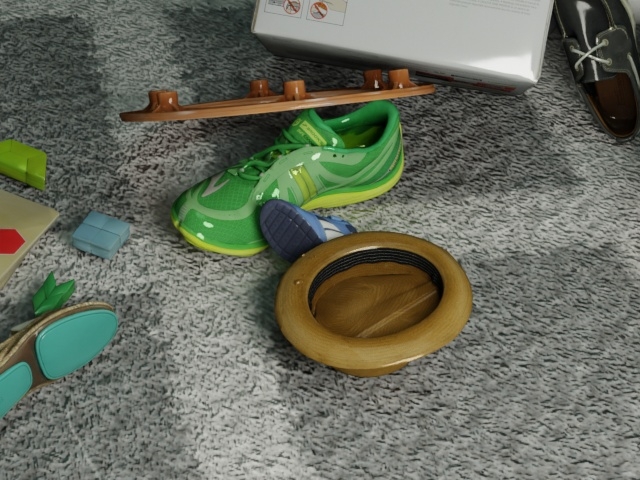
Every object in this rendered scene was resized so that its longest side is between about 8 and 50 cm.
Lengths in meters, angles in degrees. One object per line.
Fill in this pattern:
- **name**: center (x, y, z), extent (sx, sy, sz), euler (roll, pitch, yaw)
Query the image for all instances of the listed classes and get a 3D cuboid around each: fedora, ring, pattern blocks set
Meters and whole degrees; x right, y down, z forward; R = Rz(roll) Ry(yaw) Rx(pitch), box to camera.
- **fedora**: center (0.052, 0.074, 1.542), extent (0.194, 0.079, 0.194), euler (-1, 45, 1)
- **ring**: center (-0.046, -0.156, 1.688), extent (0.336, 0.032, 0.336), euler (-6, 7, 1)
- **pattern blocks set**: center (-0.375, -0.014, 1.619), extent (0.325, 0.026, 0.285), euler (26, 44, 20)

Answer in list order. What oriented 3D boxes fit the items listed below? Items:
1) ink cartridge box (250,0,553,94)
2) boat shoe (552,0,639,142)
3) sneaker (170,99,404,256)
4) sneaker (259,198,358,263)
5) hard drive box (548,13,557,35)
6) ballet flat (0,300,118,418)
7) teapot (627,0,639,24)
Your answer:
- **ink cartridge box**: center (0.092, -0.254, 1.789), extent (0.309, 0.130, 0.272), euler (10, 1, 2)
- **boat shoe**: center (0.319, -0.217, 1.816), extent (0.084, 0.233, 0.079), euler (-10, 37, 26)
- **sneaker**: center (-0.035, -0.079, 1.672), extent (0.295, 0.123, 0.109), euler (-26, 51, -32)
- **sneaker**: center (0.000, 0.000, 1.619), extent (0.144, 0.053, 0.059), euler (34, 32, -14)
- **hard drive box**: center (0.179, -0.320, 2.013), extent (0.232, 0.089, 0.181), euler (25, 43, 20)
- **ballet flat**: center (-0.278, 0.108, 1.465), extent (0.067, 0.073, 0.206), euler (19, 36, 35)
- **teapot**: center (0.355, -0.365, 1.910), extent (0.256, 0.187, 0.252), euler (41, 73, -9)
